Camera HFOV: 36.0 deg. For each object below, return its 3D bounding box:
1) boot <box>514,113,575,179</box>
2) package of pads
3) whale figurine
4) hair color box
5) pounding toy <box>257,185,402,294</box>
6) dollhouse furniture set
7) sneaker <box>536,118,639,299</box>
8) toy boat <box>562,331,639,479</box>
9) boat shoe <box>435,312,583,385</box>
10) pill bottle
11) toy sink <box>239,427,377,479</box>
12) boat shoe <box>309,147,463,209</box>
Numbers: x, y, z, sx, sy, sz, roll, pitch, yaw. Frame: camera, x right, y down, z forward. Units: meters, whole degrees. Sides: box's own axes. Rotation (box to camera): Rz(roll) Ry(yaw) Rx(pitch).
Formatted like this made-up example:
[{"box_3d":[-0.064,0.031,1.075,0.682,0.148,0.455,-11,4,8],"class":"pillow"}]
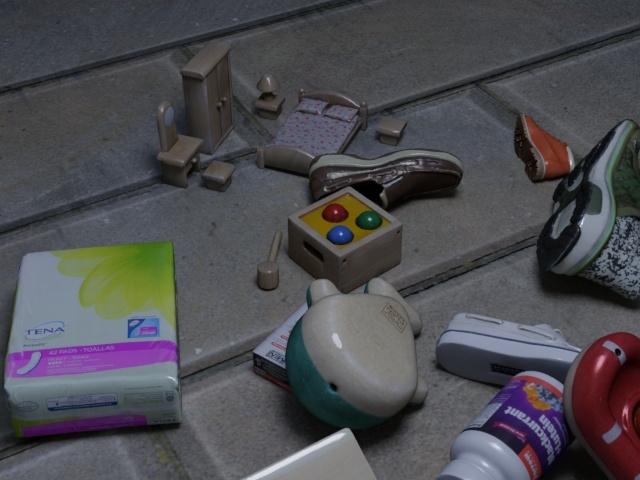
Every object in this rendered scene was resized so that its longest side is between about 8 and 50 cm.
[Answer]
[{"box_3d":[0.395,-0.167,1.745,0.085,0.059,0.157,-5,48,-9],"class":"boot"},{"box_3d":[-0.311,0.129,1.358,0.229,0.101,0.296,-4,39,-6],"class":"package of pads"},{"box_3d":[0.049,0.147,1.319,0.216,0.141,0.272,45,27,-1],"class":"whale figurine"},{"box_3d":[-0.025,0.143,1.380,0.072,0.043,0.141,25,45,28],"class":"hair color box"},{"box_3d":[-0.010,-0.002,1.516,0.206,0.094,0.181,-27,46,-29],"class":"pounding toy"},{"box_3d":[-0.062,-0.211,1.710,0.356,0.173,0.303,13,42,17],"class":"dollhouse furniture set"},{"box_3d":[0.471,-0.039,1.560,0.182,0.158,0.410,38,44,-2],"class":"sneaker"},{"box_3d":[0.397,0.209,1.147,0.151,0.151,0.231,-38,88,-34],"class":"toy boat"},{"box_3d":[0.293,0.156,1.326,0.268,0.096,0.088,9,44,24],"class":"boat shoe"},{"box_3d":[0.225,0.254,1.190,0.108,0.108,0.193,28,47,30],"class":"pill bottle"},{"box_3d":[-0.033,0.320,1.076,0.153,0.234,0.131,-21,73,-24],"class":"toy sink"},{"box_3d":[0.109,-0.088,1.635,0.258,0.095,0.095,-3,53,6],"class":"boat shoe"}]
